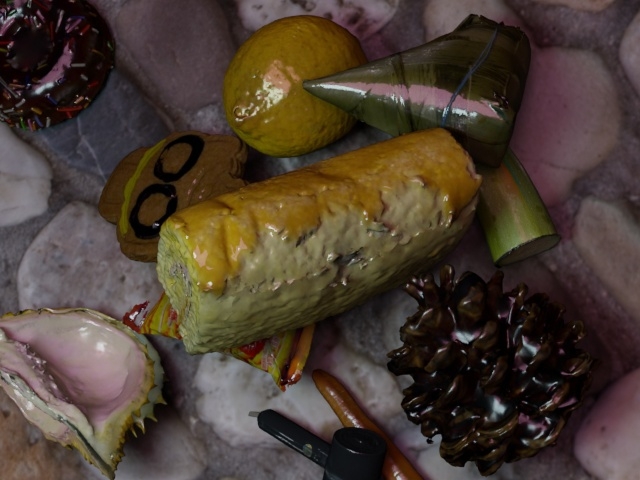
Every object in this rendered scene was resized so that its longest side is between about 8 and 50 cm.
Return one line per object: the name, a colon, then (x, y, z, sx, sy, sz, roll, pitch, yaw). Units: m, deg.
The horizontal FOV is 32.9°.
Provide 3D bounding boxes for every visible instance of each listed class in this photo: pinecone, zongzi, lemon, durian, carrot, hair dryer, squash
pinecone: (0.196, 0.158, 1.312, 0.257, 0.243, 0.243, 23, 82, -1)
zongzi: (0.136, -0.228, 1.436, 0.275, 0.125, 0.250, 15, 41, 7)
lemon: (-0.030, -0.212, 1.482, 0.188, 0.188, 0.257, 40, 54, 19)
durian: (-0.321, 0.184, 1.481, 0.305, 0.185, 0.195, 30, 58, 25)
carrot: (0.068, 0.262, 1.421, 0.043, 0.043, 0.248, -41, 69, 0)
hair dryer: (-0.016, 0.280, 1.419, 0.219, 0.072, 0.124, 27, 111, 33)
squash: (0.242, -0.067, 1.440, 0.095, 0.095, 0.188, -23, 72, 7)

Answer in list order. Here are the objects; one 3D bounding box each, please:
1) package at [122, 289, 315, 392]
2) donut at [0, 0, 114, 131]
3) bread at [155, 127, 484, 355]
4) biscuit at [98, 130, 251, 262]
package: (-0.100, 0.077, 1.471, 0.288, 0.108, 0.223, 21, 67, 25)
donut: (-0.435, -0.285, 1.654, 0.235, 0.089, 0.235, -3, 75, 10)
bread: (0.000, 0.000, 1.310, 0.376, 0.236, 0.165, -18, 71, -22)
biscuit: (-0.203, -0.064, 1.511, 0.290, 0.041, 0.208, 8, 67, 38)
